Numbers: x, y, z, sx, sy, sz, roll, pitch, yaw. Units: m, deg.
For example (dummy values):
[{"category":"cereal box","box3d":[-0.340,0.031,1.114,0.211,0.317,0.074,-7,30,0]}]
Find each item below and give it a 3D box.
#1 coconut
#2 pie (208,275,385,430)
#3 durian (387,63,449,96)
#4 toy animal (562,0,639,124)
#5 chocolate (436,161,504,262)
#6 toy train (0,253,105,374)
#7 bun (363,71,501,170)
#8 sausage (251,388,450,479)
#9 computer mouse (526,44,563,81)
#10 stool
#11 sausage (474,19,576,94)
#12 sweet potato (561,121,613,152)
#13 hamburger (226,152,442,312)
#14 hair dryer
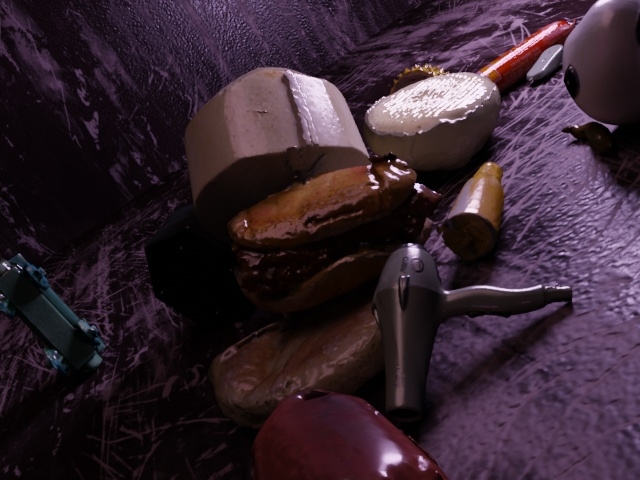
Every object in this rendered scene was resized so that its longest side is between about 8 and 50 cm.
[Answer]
[{"category":"coconut","box3d":[-0.073,-0.119,1.188,0.323,0.323,0.323,-29,20,12]},{"category":"pie","box3d":[0.000,0.135,1.001,0.337,0.075,0.337,-24,23,11]},{"category":"durian","box3d":[0.255,-0.340,1.685,0.182,0.165,0.132,135,151,-71]},{"category":"toy animal","box3d":[0.490,-0.282,1.030,0.266,0.212,0.212,-3,35,43]},{"category":"chocolate","box3d":[0.244,-0.056,1.079,0.085,0.086,0.219,-20,20,33]},{"category":"toy train","box3d":[-0.584,0.160,1.523,0.120,0.298,0.194,-42,14,-15]},{"category":"bun","box3d":[0.222,-0.219,1.389,0.287,0.146,0.287,-16,30,10]},{"category":"sausage","box3d":[0.027,0.227,0.627,0.152,0.152,0.279,-38,19,-13]},{"category":"computer mouse","box3d":[0.476,-0.366,1.506,0.110,0.032,0.056,-50,23,-15]},{"category":"stool","box3d":[-0.205,0.041,1.327,0.232,0.232,0.141,-21,23,32]},{"category":"sausage","box3d":[0.454,-0.402,1.568,0.274,0.074,0.074,-34,19,-4]},{"category":"sweet potato","box3d":[0.423,-0.165,1.108,0.041,0.038,0.153,-9,19,-1]},{"category":"hamburger","box3d":[0.000,0.000,1.000,0.282,0.155,0.245,4,38,45]},{"category":"hair dryer","box3d":[0.149,0.115,0.819,0.225,0.088,0.219,14,60,26]}]
